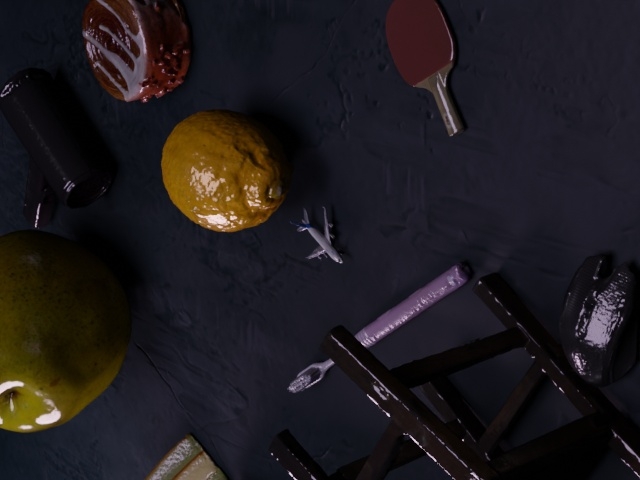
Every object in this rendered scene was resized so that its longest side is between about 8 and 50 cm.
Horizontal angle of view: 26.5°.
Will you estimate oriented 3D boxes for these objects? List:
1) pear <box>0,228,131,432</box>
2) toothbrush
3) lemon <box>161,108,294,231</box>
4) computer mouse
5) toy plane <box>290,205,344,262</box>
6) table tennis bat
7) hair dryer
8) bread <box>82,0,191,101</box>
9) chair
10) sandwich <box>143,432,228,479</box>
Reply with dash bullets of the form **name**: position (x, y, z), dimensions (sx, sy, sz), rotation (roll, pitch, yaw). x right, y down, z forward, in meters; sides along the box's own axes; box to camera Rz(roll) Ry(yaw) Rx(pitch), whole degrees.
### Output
- **pear**: position (-0.411, 0.124, 1.915), dimensions (0.294, 0.294, 0.294), rotation (22, 119, 44)
- **toothbrush**: position (0.058, 0.107, 1.541), dimensions (0.024, 0.029, 0.354), rotation (53, 139, 2)
- **lemon**: position (-0.107, -0.079, 1.580), dimensions (0.187, 0.142, 0.142), rotation (25, 122, 45)
- **computer mouse**: position (0.259, 0.079, 1.277), dimensions (0.079, 0.047, 0.135), rotation (27, 122, 40)
- **toy plane**: position (0.001, -0.001, 1.572), dimensions (0.084, 0.024, 0.078), rotation (39, 131, 26)
- **table tennis bat**: position (0.112, -0.181, 1.384), dimensions (0.087, 0.013, 0.156), rotation (-29, 79, 49)
- **hair dryer**: position (-0.394, -0.100, 1.979), dimensions (0.197, 0.089, 0.251), rotation (54, 147, 19)
- **bread**: position (-0.234, -0.255, 1.719), dimensions (0.160, 0.073, 0.160), rotation (20, 118, 44)
- **chair**: position (0.183, 0.260, 1.282), dimensions (0.416, 0.240, 0.203), rotation (50, 134, 27)
- **sandwich**: position (-0.185, 0.386, 1.951), dimensions (0.187, 0.144, 0.117), rotation (-49, 60, 7)
